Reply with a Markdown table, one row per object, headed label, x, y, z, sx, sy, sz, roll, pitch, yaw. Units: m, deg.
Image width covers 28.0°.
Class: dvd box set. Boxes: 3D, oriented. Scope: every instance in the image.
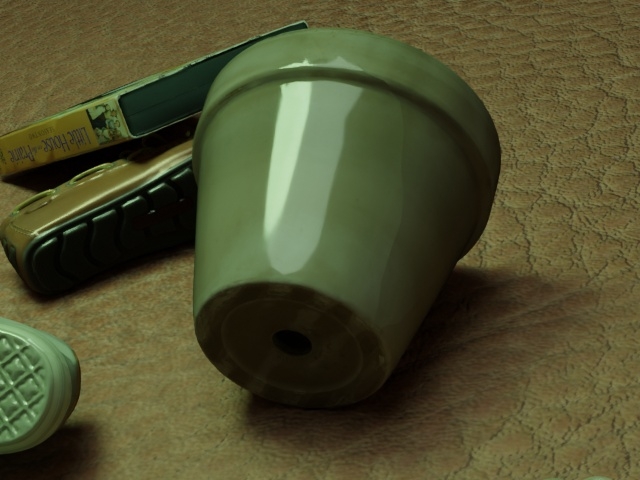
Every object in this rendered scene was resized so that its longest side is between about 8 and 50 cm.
| label | x | y | z | sx | sy | sz | roll | pitch | yaw |
| --- | --- | --- | --- | --- | --- | --- | --- | --- | --- |
| dvd box set | -0.239 | -0.188 | 1.747 | 0.308 | 0.062 | 0.420 | -28 | 12 | -33 |

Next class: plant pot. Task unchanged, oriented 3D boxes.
| label | x | y | z | sx | sy | sz | roll | pitch | yaw |
| --- | --- | --- | --- | --- | --- | --- | --- | --- | --- |
| plant pot | 0.000 | 0.000 | 1.273 | 0.323 | 0.323 | 0.280 | 1 | 46 | 18 |

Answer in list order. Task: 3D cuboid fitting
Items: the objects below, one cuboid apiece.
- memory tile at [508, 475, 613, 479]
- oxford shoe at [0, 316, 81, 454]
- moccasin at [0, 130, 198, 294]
| label | x | y | z | sx | sy | sz | roll | pitch | yaw |
| --- | --- | --- | --- | --- | --- | --- | --- | --- | --- |
| memory tile | 0.192 | 0.241 | 1.028 | 0.113 | 0.012 | 0.148 | -5 | 28 | 8 |
| oxford shoe | -0.432 | 0.124 | 1.273 | 0.449 | 0.169 | 0.130 | 8 | -5 | 18 |
| moccasin | -0.211 | -0.057 | 1.593 | 0.380 | 0.139 | 0.147 | -28 | 41 | -14 |
